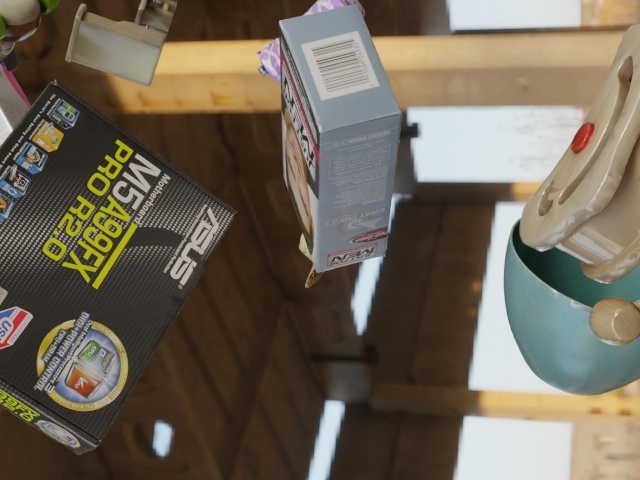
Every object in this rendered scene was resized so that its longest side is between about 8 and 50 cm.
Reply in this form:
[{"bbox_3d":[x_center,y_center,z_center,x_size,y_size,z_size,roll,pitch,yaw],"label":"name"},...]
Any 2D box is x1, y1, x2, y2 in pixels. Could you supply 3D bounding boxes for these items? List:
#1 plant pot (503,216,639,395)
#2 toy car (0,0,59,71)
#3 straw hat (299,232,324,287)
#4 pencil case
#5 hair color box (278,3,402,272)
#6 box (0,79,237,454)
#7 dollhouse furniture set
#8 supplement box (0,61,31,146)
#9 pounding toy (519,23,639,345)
[{"bbox_3d":[0.389,0.110,1.664,0.290,0.290,0.195,-61,-13,-59],"label":"plant pot"},{"bbox_3d":[-0.531,-0.335,1.890,0.155,0.149,0.188,-45,-22,-43],"label":"toy car"},{"bbox_3d":[0.000,0.000,1.811,0.144,0.061,0.144,-49,-11,-13],"label":"straw hat"},{"bbox_3d":[-0.018,-0.360,2.001,0.088,0.206,0.086,58,-156,14],"label":"pencil case"},{"bbox_3d":[0.021,-0.128,1.588,0.374,0.114,0.185,90,163,-61],"label":"hair color box"},{"bbox_3d":[-0.229,0.021,1.031,0.060,0.216,0.270,-32,24,57],"label":"box"},{"bbox_3d":[-0.362,-0.423,2.146,0.212,0.161,0.242,118,166,-44],"label":"dollhouse furniture set"},{"bbox_3d":[-0.569,-0.205,1.996,0.220,0.114,0.111,55,-164,20],"label":"supplement box"},{"bbox_3d":[0.274,-0.034,0.952,0.269,0.155,0.154,-64,8,-10],"label":"pounding toy"}]
